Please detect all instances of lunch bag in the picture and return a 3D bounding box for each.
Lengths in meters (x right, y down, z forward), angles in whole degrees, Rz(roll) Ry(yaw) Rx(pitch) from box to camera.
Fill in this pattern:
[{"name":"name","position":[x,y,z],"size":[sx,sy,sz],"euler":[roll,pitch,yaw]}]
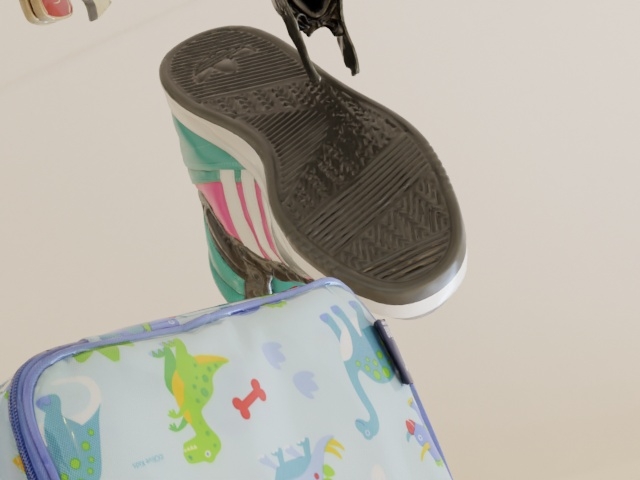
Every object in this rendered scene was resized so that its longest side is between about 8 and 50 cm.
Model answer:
[{"name":"lunch bag","position":[-0.034,0.117,0.609],"size":[0.090,0.219,0.176],"euler":[-33,-106,40]}]

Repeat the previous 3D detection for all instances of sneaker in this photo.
[{"name":"sneaker","position":[-0.012,-0.182,0.862],"size":[0.051,0.089,0.170],"euler":[-11,-76,-6]},{"name":"sneaker","position":[0.000,0.000,0.932],"size":[0.123,0.295,0.178],"euler":[-29,-47,-14]}]

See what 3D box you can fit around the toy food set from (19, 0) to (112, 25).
[{"name":"toy food set","position":[-0.142,-0.146,0.651],"size":[0.019,0.078,0.122],"euler":[-15,-71,26]}]
